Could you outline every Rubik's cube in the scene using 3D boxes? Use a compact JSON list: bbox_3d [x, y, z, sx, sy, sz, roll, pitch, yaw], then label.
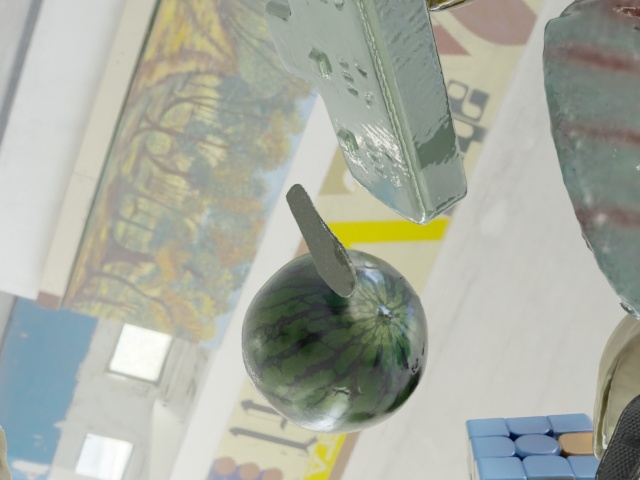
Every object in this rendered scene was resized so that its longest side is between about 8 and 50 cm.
[{"bbox_3d":[0.483,0.576,1.574,0.290,0.292,0.291,-68,153,-77],"label":"Rubik's cube"}]

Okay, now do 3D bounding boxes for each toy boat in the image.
[{"bbox_3d":[0.249,-0.075,0.533,0.096,0.206,0.282,84,27,-74],"label":"toy boat"}]

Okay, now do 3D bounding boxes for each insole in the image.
[{"bbox_3d":[0.000,0.000,1.040,0.063,0.010,0.191,-46,-117,39],"label":"insole"}]

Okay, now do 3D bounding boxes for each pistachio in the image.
[{"bbox_3d":[0.539,0.241,1.143,0.208,0.226,0.331,-129,-135,-52],"label":"pistachio"}]

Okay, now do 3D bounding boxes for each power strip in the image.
[{"bbox_3d":[0.019,-0.151,0.564,0.194,0.059,0.264,42,-21,52],"label":"power strip"}]

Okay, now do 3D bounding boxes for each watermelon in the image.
[{"bbox_3d":[0.030,0.181,1.296,0.363,0.364,0.363,-162,-90,-75],"label":"watermelon"}]

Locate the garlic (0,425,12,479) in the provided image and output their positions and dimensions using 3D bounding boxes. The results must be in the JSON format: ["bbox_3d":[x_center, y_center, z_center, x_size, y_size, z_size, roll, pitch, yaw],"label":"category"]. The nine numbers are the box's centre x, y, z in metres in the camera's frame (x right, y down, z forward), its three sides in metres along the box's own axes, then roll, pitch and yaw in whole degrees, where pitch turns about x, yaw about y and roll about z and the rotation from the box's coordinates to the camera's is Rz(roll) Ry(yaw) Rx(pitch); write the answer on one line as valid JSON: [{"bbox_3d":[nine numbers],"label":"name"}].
[{"bbox_3d":[-0.442,0.254,0.724,0.218,0.212,0.218,156,-90,-86],"label":"garlic"}]

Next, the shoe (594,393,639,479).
[{"bbox_3d":[0.385,0.250,0.861,0.159,0.053,0.062,-48,-153,-21],"label":"shoe"}]

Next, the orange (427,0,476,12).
[{"bbox_3d":[0.084,-0.371,0.773,0.369,0.210,0.270,6,-127,35],"label":"orange"}]
